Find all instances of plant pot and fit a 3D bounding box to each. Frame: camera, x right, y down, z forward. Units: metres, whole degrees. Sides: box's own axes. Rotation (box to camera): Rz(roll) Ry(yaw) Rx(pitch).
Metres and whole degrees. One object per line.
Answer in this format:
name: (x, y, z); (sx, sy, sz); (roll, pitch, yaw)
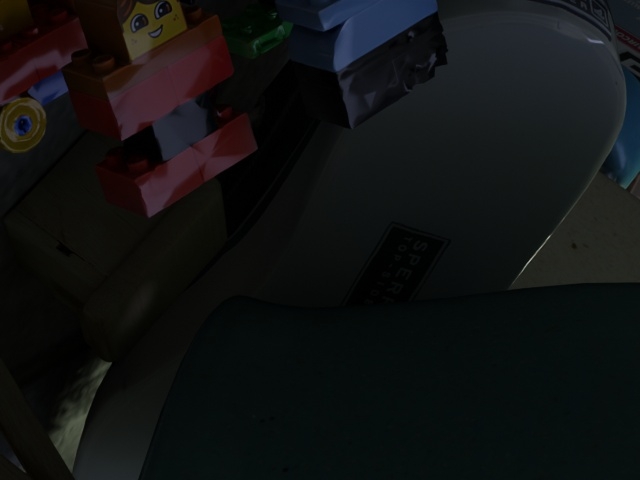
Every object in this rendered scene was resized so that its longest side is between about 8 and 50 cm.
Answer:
plant pot: (0.072, 0.131, 0.556); (0.271, 0.255, 0.271); (12, 90, -84)

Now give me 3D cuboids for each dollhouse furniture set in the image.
dollhouse furniture set: (-0.072, 0.082, 0.611); (0.161, 0.101, 0.182); (-49, 163, -19)

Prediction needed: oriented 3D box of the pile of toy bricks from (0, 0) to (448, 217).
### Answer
pile of toy bricks: (-0.012, -0.102, 0.441); (0.212, 0.118, 0.105); (-35, 124, -29)

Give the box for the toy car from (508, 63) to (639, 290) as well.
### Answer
toy car: (0.074, 0.075, 0.868); (0.219, 0.210, 0.238); (-49, 180, -39)

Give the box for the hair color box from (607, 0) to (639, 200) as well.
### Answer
hair color box: (0.217, -0.094, 1.065); (0.374, 0.114, 0.185); (-40, 159, -40)

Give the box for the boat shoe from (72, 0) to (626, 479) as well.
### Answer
boat shoe: (0.000, 0.000, 0.664); (0.102, 0.108, 0.301); (-90, -155, -47)
